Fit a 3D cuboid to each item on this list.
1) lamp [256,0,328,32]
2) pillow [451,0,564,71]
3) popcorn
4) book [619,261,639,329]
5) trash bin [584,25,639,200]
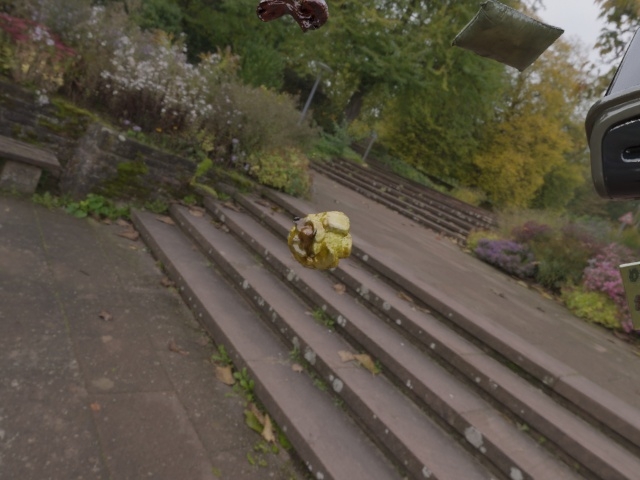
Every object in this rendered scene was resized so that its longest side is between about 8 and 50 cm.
[{"bbox_3d":[-0.066,-0.652,1.059,0.215,0.223,0.151,21,41,26],"label":"lamp"},{"bbox_3d":[0.579,-0.635,1.337,0.302,0.075,0.185,10,-23,-18],"label":"pillow"},{"bbox_3d":[0.000,0.000,1.012,0.152,0.167,0.149,36,36,-51],"label":"popcorn"},{"bbox_3d":[0.793,0.112,0.950,0.192,0.168,0.013,-15,12,26],"label":"book"},{"bbox_3d":[0.481,-0.173,0.545,0.209,0.290,0.182,-1,-42,51],"label":"trash bin"}]
